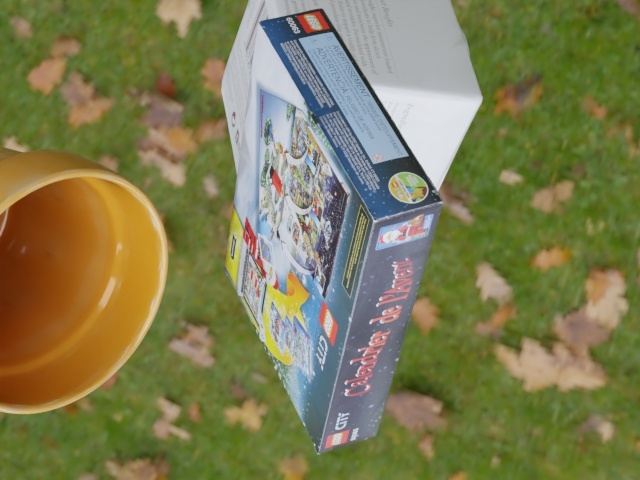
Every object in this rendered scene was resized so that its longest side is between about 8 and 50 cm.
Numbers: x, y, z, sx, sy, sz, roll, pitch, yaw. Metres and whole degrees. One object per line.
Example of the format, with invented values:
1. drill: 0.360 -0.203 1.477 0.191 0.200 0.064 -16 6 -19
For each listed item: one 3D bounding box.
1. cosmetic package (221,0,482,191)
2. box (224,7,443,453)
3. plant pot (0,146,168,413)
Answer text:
1. cosmetic package: 0.024 -0.134 1.415 0.183 0.151 0.151 5 137 -19
2. box: 0.000 0.000 0.959 0.044 0.159 0.233 -16 145 -21
3. plant pot: -0.259 0.007 1.275 0.188 0.205 0.205 30 147 41
